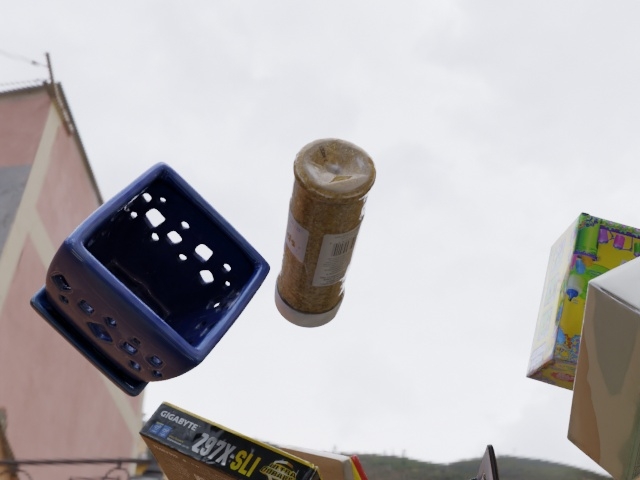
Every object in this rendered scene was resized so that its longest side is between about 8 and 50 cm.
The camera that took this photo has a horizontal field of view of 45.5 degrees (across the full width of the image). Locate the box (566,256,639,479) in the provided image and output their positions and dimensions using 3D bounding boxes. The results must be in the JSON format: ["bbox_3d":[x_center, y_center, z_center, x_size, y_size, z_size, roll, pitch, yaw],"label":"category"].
[{"bbox_3d":[0.469,0.189,1.123,0.148,0.121,0.311,-19,-56,-25],"label":"box"}]

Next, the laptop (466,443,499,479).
[{"bbox_3d":[0.274,0.702,1.677,0.237,0.381,0.408,-5,-33,2],"label":"laptop"}]

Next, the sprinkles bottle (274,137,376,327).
[{"bbox_3d":[0.000,0.000,1.203,0.121,0.121,0.355,5,-38,-6],"label":"sprinkles bottle"}]

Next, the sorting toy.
[{"bbox_3d":[0.032,0.565,1.624,0.089,0.255,0.257,-10,-2,-33],"label":"sorting toy"}]

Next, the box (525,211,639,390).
[{"bbox_3d":[0.556,0.140,1.368,0.290,0.279,0.177,17,-21,4],"label":"box"}]

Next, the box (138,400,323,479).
[{"bbox_3d":[-0.131,0.421,1.297,0.322,0.079,0.257,14,-40,30],"label":"box"}]

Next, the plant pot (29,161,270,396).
[{"bbox_3d":[-0.251,0.067,1.088,0.236,0.236,0.212,45,-50,-9],"label":"plant pot"}]
